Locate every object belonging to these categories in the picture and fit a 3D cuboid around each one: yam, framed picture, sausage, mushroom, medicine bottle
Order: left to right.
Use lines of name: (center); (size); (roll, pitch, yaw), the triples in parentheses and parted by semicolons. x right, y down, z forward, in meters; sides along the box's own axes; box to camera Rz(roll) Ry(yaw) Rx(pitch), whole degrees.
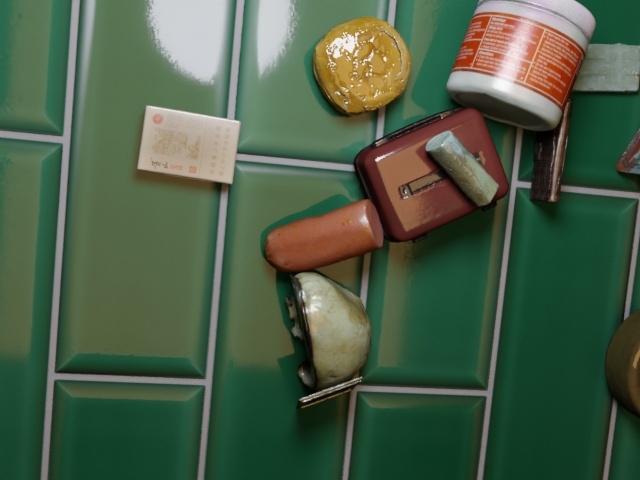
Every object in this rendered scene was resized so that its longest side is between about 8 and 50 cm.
sausage: (0.000, 0.000, 1.680); (0.259, 0.113, 0.114); (-17, 100, 18)
framed picture: (0.017, 0.334, 1.715); (0.142, 0.183, 0.011); (-18, 75, -9)
mushroom: (0.028, 0.190, 1.693); (0.164, 0.189, 0.267); (-11, 99, -13)
yam: (0.290, -0.145, 1.606); (0.068, 0.068, 0.169); (-46, 101, -4)
medicine bottle: (0.422, -0.384, 1.678); (0.252, 0.252, 0.241); (21, 92, -13)

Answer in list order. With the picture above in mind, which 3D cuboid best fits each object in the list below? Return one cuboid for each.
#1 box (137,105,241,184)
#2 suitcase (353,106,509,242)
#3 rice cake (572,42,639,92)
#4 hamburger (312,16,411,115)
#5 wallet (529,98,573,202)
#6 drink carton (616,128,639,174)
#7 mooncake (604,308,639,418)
box: (-0.275, -0.200, 1.659); (0.201, 0.058, 0.141); (7, 95, -12)
suitcase: (0.238, -0.144, 1.714); (0.297, 0.161, 0.236); (-25, 99, -7)
rice cake: (0.648, -0.398, 1.830); (0.211, 0.038, 0.124); (3, 96, -12)
hamburger: (0.090, -0.376, 1.692); (0.213, 0.108, 0.214); (-1, 99, -7)
wallet: (0.519, -0.201, 1.782); (0.042, 0.124, 0.230); (4, 95, -7)
drink carton: (0.836, -0.177, 1.824); (0.189, 0.191, 0.185); (39, 86, -19)
mooncake: (0.820, 0.295, 1.878); (0.284, 0.155, 0.285); (-2, 98, -12)
